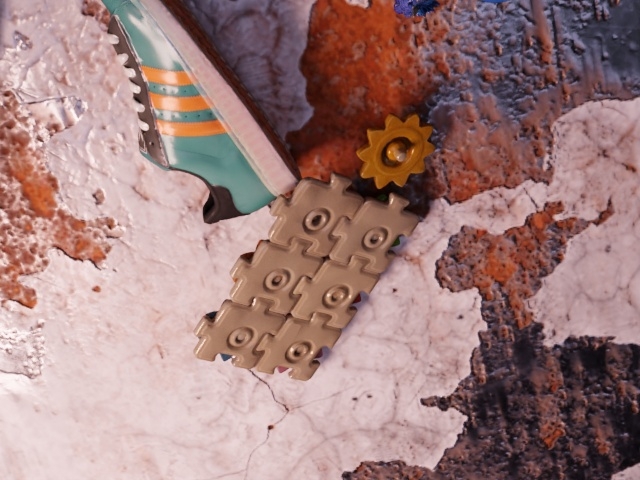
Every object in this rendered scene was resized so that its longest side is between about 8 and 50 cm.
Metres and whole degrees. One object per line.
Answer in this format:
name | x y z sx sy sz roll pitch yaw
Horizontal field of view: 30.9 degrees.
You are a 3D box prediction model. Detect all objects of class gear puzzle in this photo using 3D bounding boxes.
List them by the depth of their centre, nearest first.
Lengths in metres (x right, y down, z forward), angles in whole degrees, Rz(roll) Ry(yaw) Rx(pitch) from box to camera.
gear puzzle | 0.000 0.000 1.202 0.175 0.044 0.339 16 117 -36

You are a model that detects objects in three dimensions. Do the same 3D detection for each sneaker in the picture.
sneaker | -0.144 -0.138 1.108 0.121 0.108 0.302 -32 115 9

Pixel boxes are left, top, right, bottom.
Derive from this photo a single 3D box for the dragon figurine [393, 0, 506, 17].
dragon figurine | 0.162 -0.264 1.006 0.144 0.289 0.085 -48 117 -21
